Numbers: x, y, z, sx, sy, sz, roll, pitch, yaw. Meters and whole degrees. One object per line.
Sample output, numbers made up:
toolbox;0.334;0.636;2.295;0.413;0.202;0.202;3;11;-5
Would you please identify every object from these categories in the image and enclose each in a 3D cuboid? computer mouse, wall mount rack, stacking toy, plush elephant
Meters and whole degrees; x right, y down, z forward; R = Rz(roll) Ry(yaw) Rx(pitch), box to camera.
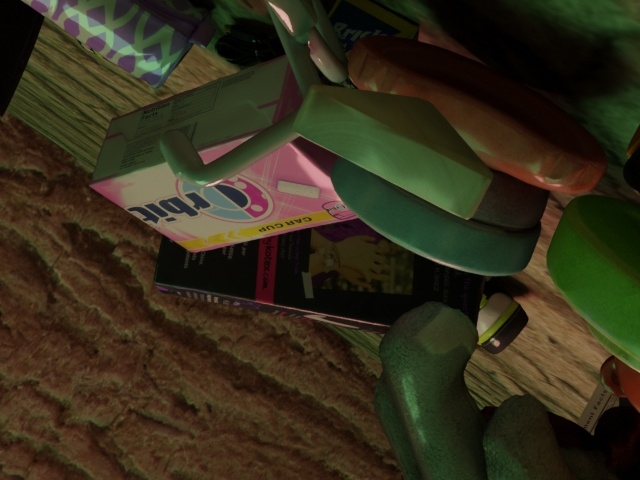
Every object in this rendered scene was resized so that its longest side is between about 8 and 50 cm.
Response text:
computer mouse;-0.009;-0.114;0.864;0.106;0.042;0.193;21;167;44
wall mount rack;-0.119;-0.201;0.516;0.350;0.130;0.304;46;-162;-57
stacking toy;0.117;0.021;0.526;0.309;0.130;0.279;31;-157;14
plush elephant;0.206;0.174;0.723;0.272;0.255;0.330;81;168;-67

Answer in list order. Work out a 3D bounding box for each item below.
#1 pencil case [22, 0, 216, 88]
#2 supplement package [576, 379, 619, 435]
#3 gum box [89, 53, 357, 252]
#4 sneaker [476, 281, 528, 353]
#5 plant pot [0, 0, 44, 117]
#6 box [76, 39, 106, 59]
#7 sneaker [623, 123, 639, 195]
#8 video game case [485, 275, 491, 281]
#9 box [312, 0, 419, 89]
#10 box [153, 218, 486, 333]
pencil case;-0.188;-0.210;0.816;0.206;0.086;0.088;32;148;-19
supplement package;0.455;0.297;1.301;0.244;0.139;0.134;23;168;48
gum box;-0.063;-0.053;0.711;0.188;0.062;0.107;-12;144;37
sneaker;0.178;0.076;1.224;0.097;0.084;0.235;42;170;-3
plant pot;-0.337;-0.235;0.883;0.187;0.167;0.188;37;171;-35
box;-0.192;-0.199;0.970;0.083;0.052;0.062;29;172;12
sneaker;0.245;-0.023;0.395;0.121;0.099;0.262;26;-178;-21
video game case;0.111;-0.014;1.106;0.143;0.019;0.157;26;170;27
box;0.031;-0.109;0.717;0.059;0.054;0.169;30;171;9
box;0.000;0.000;0.898;0.270;0.143;0.165;12;173;-5
